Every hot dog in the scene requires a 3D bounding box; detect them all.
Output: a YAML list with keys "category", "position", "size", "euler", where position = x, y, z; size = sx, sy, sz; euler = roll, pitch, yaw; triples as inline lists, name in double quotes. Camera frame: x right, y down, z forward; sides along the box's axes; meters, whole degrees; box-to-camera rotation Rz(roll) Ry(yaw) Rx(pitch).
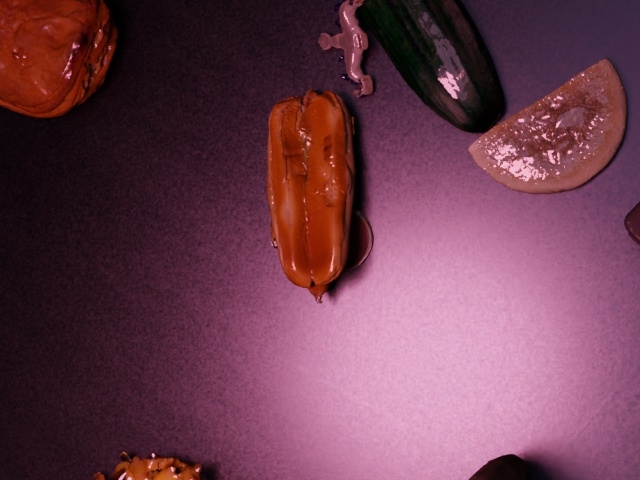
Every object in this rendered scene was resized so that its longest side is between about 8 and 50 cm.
- category: "hot dog"
  position: [-0.010, -0.059, 1.451]
  size: [0.109, 0.072, 0.270]
  euler: [-5, 79, 18]
- category: "hot dog"
  position: [-0.394, -0.270, 1.573]
  size: [0.272, 0.122, 0.196]
  euler: [18, 89, 23]

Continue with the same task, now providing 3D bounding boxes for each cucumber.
- category: "cucumber"
  position: [0.136, -0.237, 1.431]
  size: [0.115, 0.063, 0.244]
  euler: [-38, 77, 12]

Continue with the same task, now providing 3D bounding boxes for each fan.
- category: "fan"
  position: [0.000, 0.000, 1.479]
  size: [0.133, 0.005, 0.085]
  euler: [-5, 82, 16]

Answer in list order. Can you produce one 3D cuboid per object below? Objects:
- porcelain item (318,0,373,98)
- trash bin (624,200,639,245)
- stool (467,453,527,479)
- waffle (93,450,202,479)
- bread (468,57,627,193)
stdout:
- category: "porcelain item"
  position: [0.026, -0.244, 1.474]
  size: [0.075, 0.021, 0.136]
  euler: [9, 111, 43]
- category: "trash bin"
  position: [0.474, -0.063, 1.245]
  size: [0.209, 0.182, 0.290]
  euler: [44, 104, 11]
- category: "stool"
  position: [0.198, 0.404, 1.221]
  size: [0.226, 0.310, 0.310]
  euler: [26, 96, 18]
- category: "waffle"
  position: [-0.180, 0.461, 1.452]
  size: [0.382, 0.095, 0.380]
  euler: [21, 91, 21]
- category: "bread"
  position: [0.277, -0.115, 1.386]
  size: [0.193, 0.036, 0.112]
  euler: [-32, 77, 13]
